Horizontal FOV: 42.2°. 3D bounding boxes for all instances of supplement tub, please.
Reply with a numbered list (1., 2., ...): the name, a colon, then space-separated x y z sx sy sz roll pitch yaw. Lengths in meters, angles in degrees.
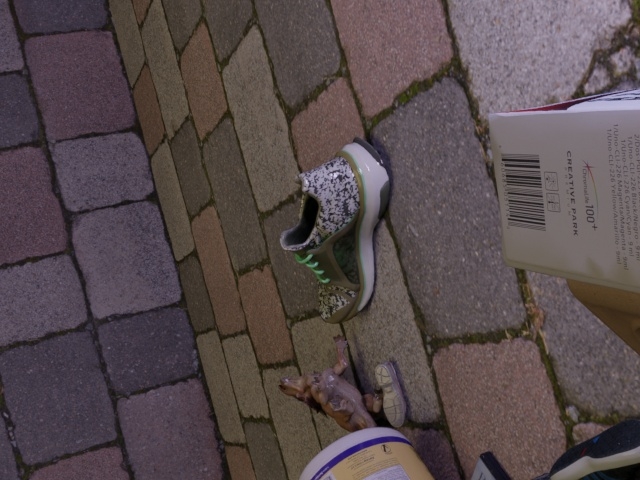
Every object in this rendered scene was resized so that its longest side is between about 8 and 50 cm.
1. supplement tub: 0.125 0.513 1.414 0.331 0.241 0.241 53 148 42

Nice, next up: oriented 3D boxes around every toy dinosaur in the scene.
1. toy dinosaur: 0.047 0.340 1.721 0.295 0.127 0.200 44 150 32

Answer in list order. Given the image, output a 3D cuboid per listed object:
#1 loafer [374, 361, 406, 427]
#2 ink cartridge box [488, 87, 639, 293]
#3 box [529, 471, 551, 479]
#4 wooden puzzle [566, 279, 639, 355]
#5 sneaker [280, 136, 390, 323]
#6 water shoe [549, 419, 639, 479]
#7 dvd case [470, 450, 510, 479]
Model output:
1. loafer: 0.141 0.292 1.584 0.045 0.039 0.125 -16 90 34
2. ink cartridge box: 0.333 -0.057 0.603 0.272 0.309 0.130 15 115 63
3. box: 0.271 0.431 1.120 0.051 0.220 0.175 -35 70 60
4. wooden puzzle: 0.410 0.124 0.675 0.348 0.080 0.322 43 168 -21
5. sneaker: 0.000 0.000 1.551 0.158 0.182 0.410 53 147 43
6. water shoe: 0.370 0.283 1.034 0.080 0.073 0.203 45 150 6
7. dvd case: 0.291 0.491 1.359 0.180 0.022 0.253 55 148 41
